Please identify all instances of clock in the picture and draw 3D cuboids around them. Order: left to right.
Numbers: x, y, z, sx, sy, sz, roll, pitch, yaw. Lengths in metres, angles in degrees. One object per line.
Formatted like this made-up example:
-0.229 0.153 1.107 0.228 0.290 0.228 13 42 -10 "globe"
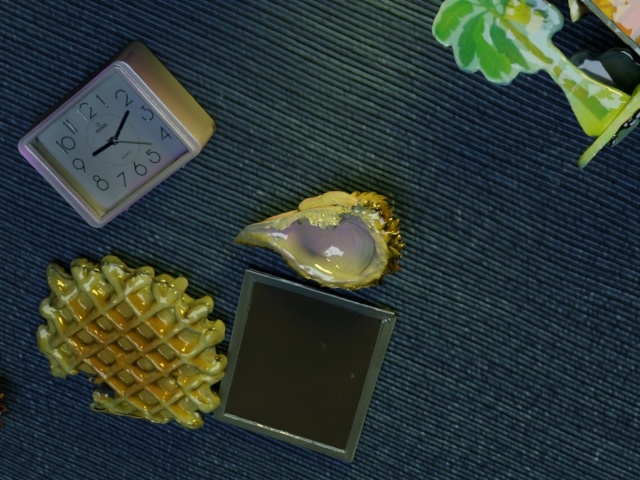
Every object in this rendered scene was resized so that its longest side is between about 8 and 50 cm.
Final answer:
-0.241 -0.121 1.786 0.197 0.063 0.150 -34 107 29 "clock"

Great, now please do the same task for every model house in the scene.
0.281 -0.296 1.486 0.313 0.242 0.357 45 124 5 "model house"

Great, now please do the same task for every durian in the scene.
0.002 -0.012 1.786 0.224 0.078 0.140 4 134 25 "durian"

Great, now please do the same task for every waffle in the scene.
-0.246 0.132 1.947 0.261 0.056 0.250 10 123 15 "waffle"

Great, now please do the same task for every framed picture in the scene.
-0.024 0.161 1.930 0.197 0.014 0.252 17 123 4 "framed picture"

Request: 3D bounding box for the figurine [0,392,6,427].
-0.553 0.237 2.048 0.263 0.142 0.189 -16 147 21 "figurine"
